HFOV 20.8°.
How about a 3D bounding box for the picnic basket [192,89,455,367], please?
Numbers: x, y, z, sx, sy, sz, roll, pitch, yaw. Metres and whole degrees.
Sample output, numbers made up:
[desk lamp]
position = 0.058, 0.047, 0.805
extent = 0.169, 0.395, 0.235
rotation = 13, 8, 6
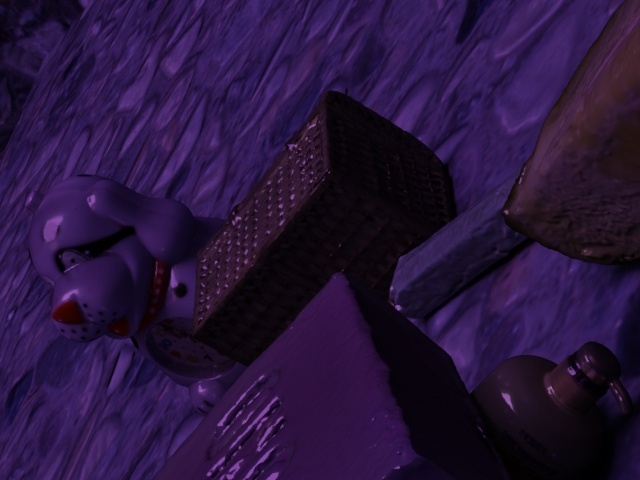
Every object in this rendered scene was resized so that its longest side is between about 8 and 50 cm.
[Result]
[picnic basket]
position = 0.000, 0.000, 1.417
extent = 0.196, 0.134, 0.154
rotation = -51, 24, 27

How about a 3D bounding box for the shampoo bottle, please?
[shampoo bottle]
position = 0.115, 0.117, 1.022
extent = 0.162, 0.079, 0.079
rotation = -49, 21, 30

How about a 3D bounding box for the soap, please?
[soap]
position = -0.027, 0.186, 0.933
extent = 0.285, 0.107, 0.296
rotation = -50, 13, 7

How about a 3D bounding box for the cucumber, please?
[cucumber]
position = 0.213, -0.087, 0.985
extent = 0.105, 0.145, 0.325
rotation = -59, 1, -32

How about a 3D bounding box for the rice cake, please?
[rice cake]
position = 0.126, -0.012, 1.246
extent = 0.245, 0.042, 0.045
rotation = -40, 24, 46

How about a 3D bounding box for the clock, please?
[clock]
position = -0.161, 0.029, 1.612
extent = 0.189, 0.254, 0.189
rotation = -47, 28, 34
